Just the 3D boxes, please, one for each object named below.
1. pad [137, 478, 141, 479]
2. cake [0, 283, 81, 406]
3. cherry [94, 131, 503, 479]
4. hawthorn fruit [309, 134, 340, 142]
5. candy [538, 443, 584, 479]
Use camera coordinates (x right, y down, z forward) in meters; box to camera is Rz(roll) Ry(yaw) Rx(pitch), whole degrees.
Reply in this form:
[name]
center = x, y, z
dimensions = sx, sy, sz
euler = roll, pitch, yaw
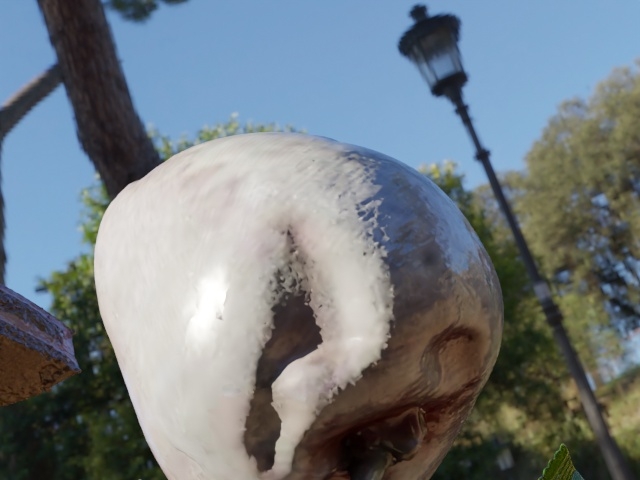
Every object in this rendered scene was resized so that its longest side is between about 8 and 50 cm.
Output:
[pad]
center = -0.242, 0.402, 1.470
dimensions = 0.003, 0.143, 0.211
euler = -17, -11, -24
[cake]
center = -0.432, 0.091, 1.277
dimensions = 0.113, 0.116, 0.295
euler = -43, -65, 15
[cherry]
center = -0.021, 0.060, 0.826
dimensions = 0.291, 0.335, 0.326
euler = -17, -17, -34
[hawthorn fruit]
center = 0.000, 0.000, 1.688
dimensions = 0.276, 0.307, 0.276
euler = 26, -11, 5
[candy]
center = 0.291, 0.353, 1.125
dimensions = 0.069, 0.246, 0.149
euler = -30, 10, 44
